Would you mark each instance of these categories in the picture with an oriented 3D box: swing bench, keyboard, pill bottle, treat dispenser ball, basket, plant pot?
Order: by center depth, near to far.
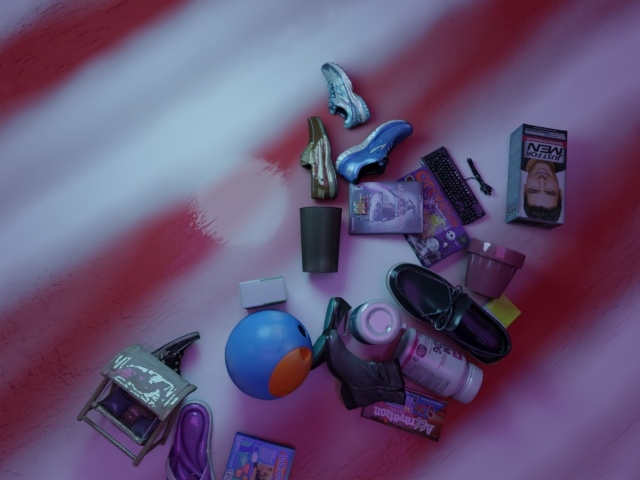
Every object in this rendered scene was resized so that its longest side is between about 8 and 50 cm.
[{"bbox_3d":[-0.576,0.509,1.572,0.253,0.165,0.255,32,100,11],"label":"swing bench"},{"bbox_3d":[-0.167,0.369,1.620,0.287,0.288,0.289,1,78,-4],"label":"treat dispenser ball"},{"bbox_3d":[0.176,0.279,1.678,0.146,0.264,0.147,1,79,-4],"label":"pill bottle"},{"bbox_3d":[0.400,0.436,1.716,0.282,0.160,0.161,28,78,1],"label":"pill bottle"},{"bbox_3d":[0.000,0.000,1.771,0.154,0.204,0.227,1,87,-8],"label":"basket"},{"bbox_3d":[0.612,0.105,1.795,0.201,0.201,0.181,19,94,0],"label":"plant pot"},{"bbox_3d":[0.547,-0.227,1.931,0.201,0.033,0.317,-28,83,-10],"label":"keyboard"}]

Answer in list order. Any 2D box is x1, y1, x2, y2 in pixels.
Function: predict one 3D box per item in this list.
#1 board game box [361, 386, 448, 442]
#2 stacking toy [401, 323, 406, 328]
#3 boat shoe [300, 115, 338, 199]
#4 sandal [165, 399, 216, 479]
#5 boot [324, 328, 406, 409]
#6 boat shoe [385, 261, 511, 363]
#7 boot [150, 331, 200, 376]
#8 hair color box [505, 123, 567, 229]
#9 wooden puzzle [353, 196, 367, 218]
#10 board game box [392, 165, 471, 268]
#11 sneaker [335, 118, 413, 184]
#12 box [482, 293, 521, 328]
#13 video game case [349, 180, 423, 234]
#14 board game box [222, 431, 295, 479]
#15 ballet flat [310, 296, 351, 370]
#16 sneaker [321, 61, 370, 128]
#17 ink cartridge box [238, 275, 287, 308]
[{"bbox_3d":[0.296,0.591,1.744,0.281,0.027,0.145,18,79,-1],"label":"board game box"},{"bbox_3d":[0.365,0.236,1.810,0.220,0.052,0.167,1,78,-5],"label":"stacking toy"},{"bbox_3d":[-0.017,-0.306,1.859,0.119,0.122,0.325,-11,79,-3],"label":"boat shoe"},{"bbox_3d":[-0.431,0.740,1.618,0.169,0.102,0.417,-4,79,-5],"label":"sandal"},{"bbox_3d":[0.154,0.411,1.641,0.222,0.118,0.339,-14,119,17],"label":"boot"},{"bbox_3d":[0.448,0.242,1.718,0.500,0.156,0.187,39,77,4],"label":"boat shoe"},{"bbox_3d":[-0.484,0.433,1.688,0.236,0.085,0.179,-30,84,-3],"label":"boot"},{"bbox_3d":[0.832,-0.244,1.914,0.185,0.113,0.375,8,78,-3],"label":"hair color box"},{"bbox_3d":[0.148,-0.123,1.847,0.049,0.006,0.084,1,85,8],"label":"wooden puzzle"},{"bbox_3d":[0.395,-0.090,1.884,0.208,0.056,0.347,-28,82,-14],"label":"board game box"},{"bbox_3d":[0.222,-0.320,1.863,0.330,0.130,0.147,-38,65,-3],"label":"sneaker"},{"bbox_3d":[0.634,0.286,1.824,0.178,0.042,0.109,-42,83,-10],"label":"box"},{"bbox_3d":[0.244,-0.121,1.849,0.273,0.026,0.196,-1,85,9],"label":"video game case"},{"bbox_3d":[-0.205,0.750,1.661,0.210,0.047,0.160,17,77,0],"label":"board game box"},{"bbox_3d":[0.039,0.337,1.746,0.096,0.095,0.281,25,77,-11],"label":"ballet flat"},{"bbox_3d":[0.073,-0.561,1.925,0.122,0.110,0.283,-33,82,-7],"label":"sneaker"},{"bbox_3d":[-0.194,0.181,1.699,0.152,0.208,0.087,-10,82,-6],"label":"ink cartridge box"}]
